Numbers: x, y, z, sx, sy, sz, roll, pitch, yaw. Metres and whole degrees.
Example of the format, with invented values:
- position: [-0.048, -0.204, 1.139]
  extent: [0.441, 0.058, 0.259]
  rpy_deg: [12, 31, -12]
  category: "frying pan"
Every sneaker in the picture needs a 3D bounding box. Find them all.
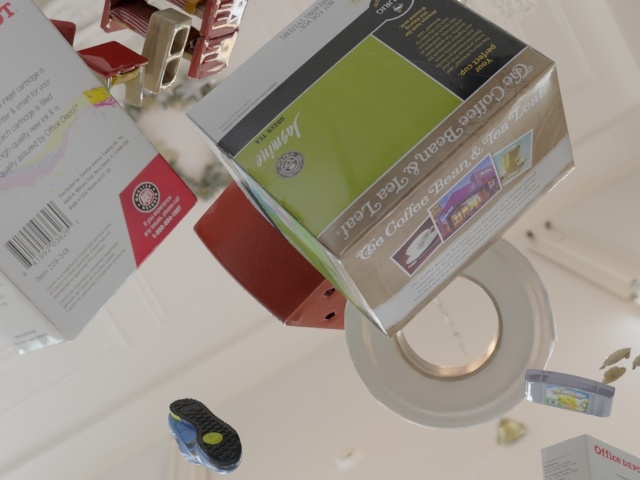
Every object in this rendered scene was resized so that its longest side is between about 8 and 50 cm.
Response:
- position: [-0.183, 0.331, 1.540]
  extent: [0.069, 0.082, 0.209]
  rpy_deg: [-11, -158, -31]
  category: "sneaker"

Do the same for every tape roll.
- position: [0.179, 0.114, 1.331]
  extent: [0.286, 0.286, 0.100]
  rpy_deg: [-28, 177, 9]
  category: "tape roll"

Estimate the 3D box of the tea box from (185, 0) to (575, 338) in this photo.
- position: [0.077, -0.124, 1.189]
  extent: [0.329, 0.220, 0.323]
  rpy_deg: [-41, -126, -6]
  category: "tea box"

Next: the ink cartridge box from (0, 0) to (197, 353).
- position: [-0.306, -0.073, 0.956]
  extent: [0.131, 0.306, 0.226]
  rpy_deg: [-19, -154, 49]
  category: "ink cartridge box"

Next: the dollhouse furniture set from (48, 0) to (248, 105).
- position: [-0.288, -0.336, 1.463]
  extent: [0.374, 0.201, 0.152]
  rpy_deg: [-40, 156, -58]
  category: "dollhouse furniture set"

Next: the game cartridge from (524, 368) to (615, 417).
- position: [0.236, 0.145, 0.912]
  extent: [0.083, 0.056, 0.017]
  rpy_deg: [10, -124, 18]
  category: "game cartridge"

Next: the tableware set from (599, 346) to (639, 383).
- position: [0.626, 0.237, 1.922]
  extent: [0.168, 0.020, 0.141]
  rpy_deg: [-35, -178, 36]
  category: "tableware set"

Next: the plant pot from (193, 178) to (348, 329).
- position: [0.000, 0.000, 1.584]
  extent: [0.267, 0.236, 0.267]
  rpy_deg: [11, 131, -48]
  category: "plant pot"

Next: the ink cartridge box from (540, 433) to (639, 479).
- position: [0.385, 0.385, 1.306]
  extent: [0.086, 0.148, 0.203]
  rpy_deg: [-34, -139, 41]
  category: "ink cartridge box"

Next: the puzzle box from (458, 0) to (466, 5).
- position: [0.101, -0.530, 1.588]
  extent: [0.052, 0.272, 0.409]
  rpy_deg: [-20, -132, -34]
  category: "puzzle box"
